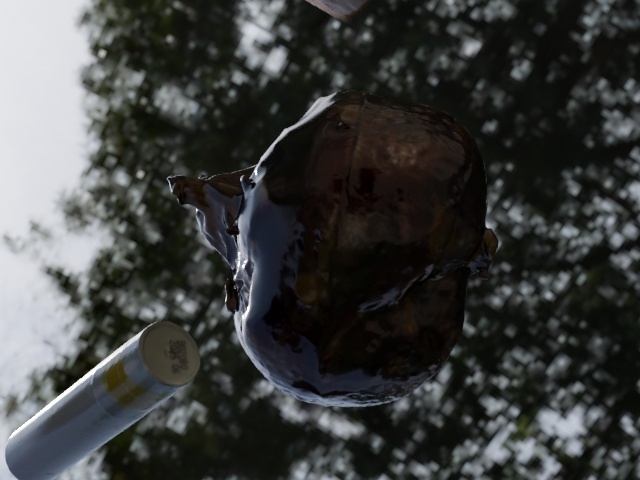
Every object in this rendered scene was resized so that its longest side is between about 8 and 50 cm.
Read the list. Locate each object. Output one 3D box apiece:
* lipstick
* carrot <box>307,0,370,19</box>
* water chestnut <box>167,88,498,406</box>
[{"bbox_3d":[-0.190,0.143,1.307,0.059,0.264,0.059,18,-124,-28],"label":"lipstick"},{"bbox_3d":[0.048,-0.325,1.196,0.100,0.307,0.258,22,-147,-17],"label":"carrot"},{"bbox_3d":[0.000,0.000,1.607,0.347,0.335,0.335,18,-154,-2],"label":"water chestnut"}]
